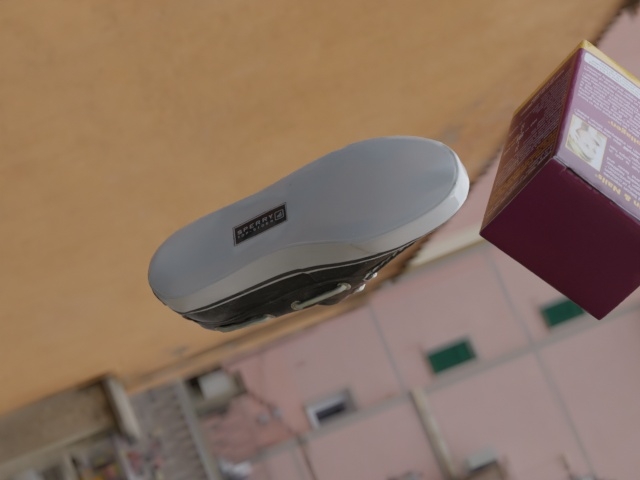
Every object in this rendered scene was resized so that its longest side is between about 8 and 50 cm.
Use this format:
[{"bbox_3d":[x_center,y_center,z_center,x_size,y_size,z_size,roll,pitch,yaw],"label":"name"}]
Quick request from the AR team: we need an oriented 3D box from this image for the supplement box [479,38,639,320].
[{"bbox_3d":[0.094,-0.022,0.585,0.055,0.043,0.083,36,36,-9],"label":"supplement box"}]

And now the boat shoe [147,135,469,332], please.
[{"bbox_3d":[0.000,0.000,1.055,0.070,0.219,0.077,44,36,-44],"label":"boat shoe"}]
